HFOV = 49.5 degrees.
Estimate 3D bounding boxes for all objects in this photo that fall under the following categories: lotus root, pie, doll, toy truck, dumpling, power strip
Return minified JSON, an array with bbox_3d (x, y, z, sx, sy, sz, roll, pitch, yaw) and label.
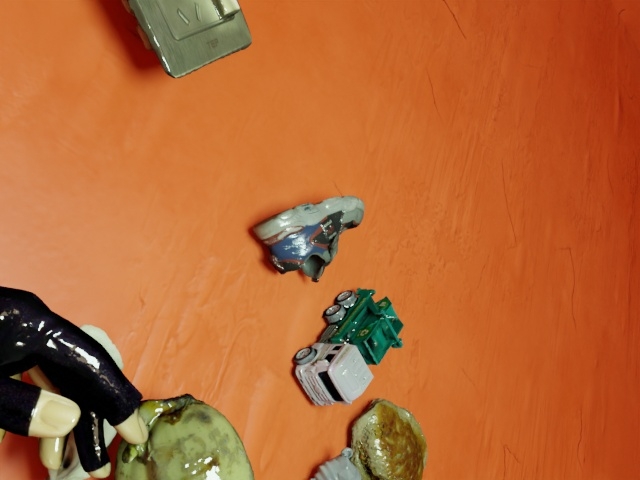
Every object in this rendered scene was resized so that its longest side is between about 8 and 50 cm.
[{"bbox_3d":[-0.157,0.335,0.809,0.173,0.173,0.309,6,66,-46],"label":"lotus root"},{"bbox_3d":[0.123,0.360,1.197,0.193,0.079,0.163,46,48,-31],"label":"pie"},{"bbox_3d":[0.018,0.410,1.079,0.094,0.079,0.180,15,83,-19],"label":"doll"},{"bbox_3d":[0.060,0.170,1.137,0.216,0.116,0.110,-47,116,-42],"label":"toy truck"},{"bbox_3d":[-0.265,0.187,0.805,0.134,0.099,0.169,20,55,-74],"label":"dumpling"},{"bbox_3d":[-0.220,-0.362,0.974,0.257,0.092,0.251,63,36,-15],"label":"power strip"}]

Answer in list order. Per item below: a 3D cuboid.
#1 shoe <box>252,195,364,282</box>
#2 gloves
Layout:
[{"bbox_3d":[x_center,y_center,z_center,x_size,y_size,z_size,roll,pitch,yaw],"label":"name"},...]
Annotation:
[{"bbox_3d":[-0.001,0.000,1.119,0.227,0.099,0.126,-14,84,-42],"label":"shoe"},{"bbox_3d":[-0.301,0.124,0.659,0.301,0.197,0.152,43,79,-15],"label":"gloves"}]
